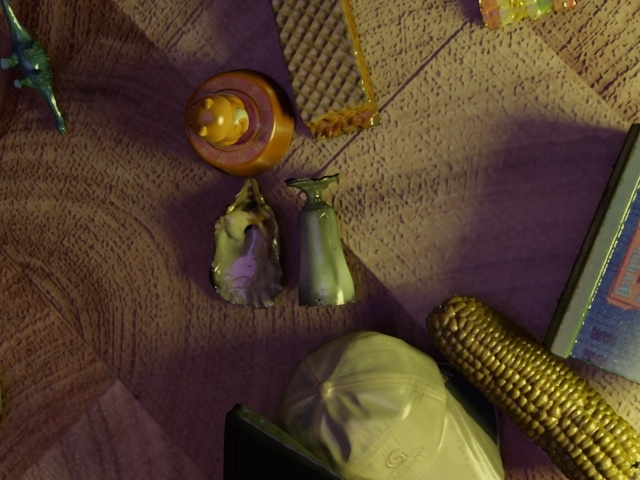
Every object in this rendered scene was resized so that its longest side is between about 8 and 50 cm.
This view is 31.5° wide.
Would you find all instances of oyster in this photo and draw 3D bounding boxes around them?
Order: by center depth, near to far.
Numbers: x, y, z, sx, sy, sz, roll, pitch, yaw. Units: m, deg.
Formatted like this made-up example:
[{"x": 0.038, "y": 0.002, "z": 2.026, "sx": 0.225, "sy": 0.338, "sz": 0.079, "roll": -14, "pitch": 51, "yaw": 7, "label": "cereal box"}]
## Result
[{"x": -0.093, "y": 0.015, "z": 1.378, "sx": 0.121, "sy": 0.045, "sz": 0.146, "roll": -35, "pitch": 91, "yaw": 10, "label": "oyster"}]

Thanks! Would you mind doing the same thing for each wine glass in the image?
[{"x": 0.000, "y": 0.000, "z": 1.342, "sx": 0.072, "sy": 0.072, "sz": 0.155, "roll": -8, "pitch": 90, "yaw": 14, "label": "wine glass"}]

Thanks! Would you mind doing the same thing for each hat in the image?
[{"x": 0.076, "y": 0.233, "z": 1.292, "sx": 0.232, "sy": 0.161, "sz": 0.275, "roll": -43, "pitch": 86, "yaw": 16, "label": "hat"}]

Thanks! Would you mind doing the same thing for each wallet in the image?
[{"x": -0.042, "y": 0.273, "z": 1.287, "sx": 0.168, "sy": 0.245, "sz": 0.052, "roll": 33, "pitch": 64, "yaw": 13, "label": "wallet"}]

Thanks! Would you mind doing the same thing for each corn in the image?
[{"x": 0.238, "y": 0.170, "z": 1.275, "sx": 0.291, "sy": 0.101, "sz": 0.101, "roll": 40, "pitch": 101, "yaw": 11, "label": "corn"}]

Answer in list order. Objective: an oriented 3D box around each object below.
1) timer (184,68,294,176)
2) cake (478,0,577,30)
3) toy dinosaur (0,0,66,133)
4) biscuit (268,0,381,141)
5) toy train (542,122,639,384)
[{"x": -0.112, "y": -0.141, "z": 1.320, "sx": 0.132, "sy": 0.152, "sz": 0.132, "roll": 1, "pitch": 93, "yaw": 14, "label": "timer"}, {"x": 0.221, "y": -0.362, "z": 1.288, "sx": 0.109, "sy": 0.090, "sz": 0.225, "roll": -9, "pitch": 109, "yaw": 12, "label": "cake"}, {"x": -0.365, "y": -0.224, "z": 1.417, "sx": 0.045, "sy": 0.080, "sz": 0.197, "roll": -21, "pitch": 99, "yaw": 8, "label": "toy dinosaur"}, {"x": -0.021, "y": -0.309, "z": 1.340, "sx": 0.094, "sy": 0.054, "sz": 0.379, "roll": -14, "pitch": 89, "yaw": 14, "label": "biscuit"}, {"x": 0.376, "y": 0.031, "z": 1.217, "sx": 0.202, "sy": 0.131, "sz": 0.300, "roll": 23, "pitch": 96, "yaw": 13, "label": "toy train"}]
